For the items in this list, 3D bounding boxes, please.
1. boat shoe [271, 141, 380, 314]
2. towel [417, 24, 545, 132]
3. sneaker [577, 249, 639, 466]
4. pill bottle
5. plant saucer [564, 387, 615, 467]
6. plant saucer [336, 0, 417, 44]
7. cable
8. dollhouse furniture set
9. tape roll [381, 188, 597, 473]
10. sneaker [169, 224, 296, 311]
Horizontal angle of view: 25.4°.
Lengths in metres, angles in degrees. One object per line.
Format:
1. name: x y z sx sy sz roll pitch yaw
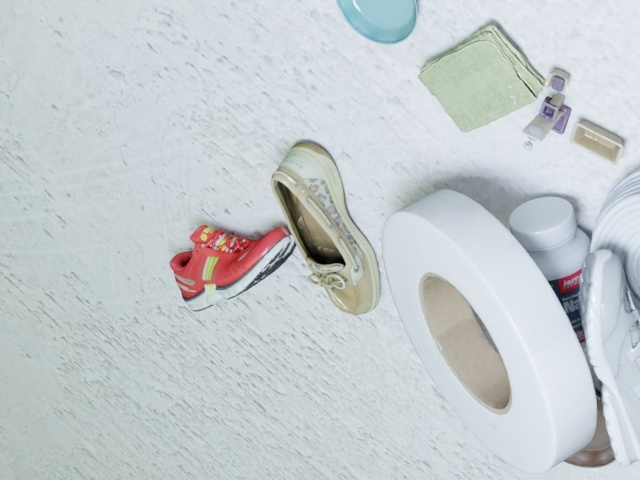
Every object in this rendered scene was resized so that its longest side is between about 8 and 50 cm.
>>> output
1. boat shoe: 0.000 0.000 2.025 0.104 0.089 0.285 1 125 40
2. towel: 0.195 -0.194 1.729 0.110 0.027 0.148 50 140 -10
3. sneaker: 0.378 0.131 1.694 0.115 0.105 0.281 -14 114 10
4. pill bottle: 0.296 0.042 1.792 0.108 0.108 0.180 7 129 37
5. plant saucer: 0.352 0.247 1.996 0.168 0.029 0.168 23 137 23
6. plant saucer: 0.072 -0.298 1.745 0.119 0.021 0.119 24 138 23
7. cable: 0.438 0.026 1.668 0.257 0.089 0.257 0 125 41
8. dollhouse furniture set: 0.296 -0.127 1.658 0.114 0.081 0.091 30 140 17
9. tape roll: 0.211 0.120 1.836 0.392 0.072 0.392 53 162 25
10. sneaker: -0.148 0.026 2.174 0.279 0.107 0.118 -26 97 47
